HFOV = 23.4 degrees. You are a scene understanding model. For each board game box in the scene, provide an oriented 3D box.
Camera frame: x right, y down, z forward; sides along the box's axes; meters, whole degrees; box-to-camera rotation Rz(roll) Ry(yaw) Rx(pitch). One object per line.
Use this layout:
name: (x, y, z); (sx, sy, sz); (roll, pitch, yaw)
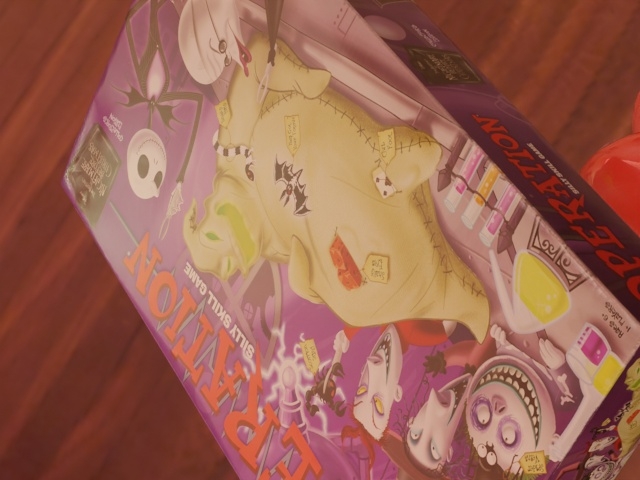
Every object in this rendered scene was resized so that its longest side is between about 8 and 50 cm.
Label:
board game box: (0.000, 0.000, 0.670); (0.347, 0.056, 0.208); (52, 132, 38)

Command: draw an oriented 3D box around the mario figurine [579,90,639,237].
mario figurine: (0.273, -0.052, 0.735); (0.321, 0.198, 0.170); (-8, 20, -10)
